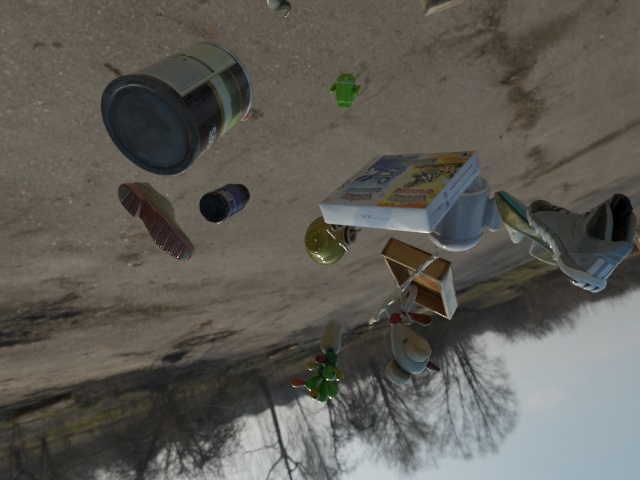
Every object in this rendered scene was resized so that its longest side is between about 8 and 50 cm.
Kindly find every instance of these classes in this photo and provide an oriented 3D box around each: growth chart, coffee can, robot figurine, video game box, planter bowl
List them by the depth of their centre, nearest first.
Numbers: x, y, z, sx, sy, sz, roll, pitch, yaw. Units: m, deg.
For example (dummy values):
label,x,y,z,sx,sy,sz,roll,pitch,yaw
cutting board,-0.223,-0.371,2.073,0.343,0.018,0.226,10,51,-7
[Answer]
label,x,y,z,sx,sy,sz,roll,pitch,yaw
video game box,0.130,-0.087,0.676,0.205,0.048,0.187,7,-139,42
coffee can,-0.293,-0.294,0.877,0.202,0.201,0.275,-33,-159,37
growth chart,0.205,0.123,1.024,0.237,0.021,0.172,-46,169,-4
robot figurine,0.085,-0.507,1.364,0.101,0.115,0.067,15,-153,23
robot figurine,0.489,-0.107,1.456,0.300,0.353,0.200,10,-145,23
planter bowl,0.000,0.000,1.729,0.217,0.217,0.090,-29,165,28

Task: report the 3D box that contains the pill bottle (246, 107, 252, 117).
label,x,y,z,sx,sy,sz,roll,pitch,yaw
pill bottle,-0.325,-0.532,1.608,0.086,0.086,0.152,-20,-175,1

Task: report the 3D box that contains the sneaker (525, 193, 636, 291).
label,x,y,z,sx,sy,sz,roll,pitch,yaw
sneaker,0.432,-0.033,0.658,0.086,0.228,0.132,17,125,-10

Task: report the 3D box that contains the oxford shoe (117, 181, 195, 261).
label,x,y,z,sx,sy,sz,roll,pitch,yaw
oxford shoe,-0.617,-0.090,1.608,0.140,0.397,0.146,-42,177,34

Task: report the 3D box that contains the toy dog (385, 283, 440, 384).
label,x,y,z,sx,sy,sz,roll,pitch,yaw
toy dog,0.318,0.332,1.385,0.161,0.333,0.220,21,143,-14

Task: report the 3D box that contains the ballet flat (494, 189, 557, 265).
label,x,y,z,sx,sy,sz,roll,pitch,yaw
ballet flat,0.658,-0.017,1.238,0.123,0.349,0.123,-56,177,-4

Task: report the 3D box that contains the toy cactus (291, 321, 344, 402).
label,x,y,z,sx,sy,sz,roll,pitch,yaw
toy cactus,0.006,0.283,0.952,0.112,0.180,0.219,10,157,8

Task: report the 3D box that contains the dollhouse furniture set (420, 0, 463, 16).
label,x,y,z,sx,sy,sz,roll,pitch,yaw
dollhouse furniture set,0.331,-0.697,0.903,0.303,0.173,0.355,-24,-177,-7

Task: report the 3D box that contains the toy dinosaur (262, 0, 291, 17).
label,x,y,z,sx,sy,sz,roll,pitch,yaw
toy dinosaur,-0.137,-0.738,1.138,0.121,0.160,0.313,19,165,-6

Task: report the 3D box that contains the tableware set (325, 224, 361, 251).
label,x,y,z,sx,sy,sz,roll,pitch,yaw
tableware set,0.098,-0.051,1.580,0.039,0.128,0.194,0,151,35

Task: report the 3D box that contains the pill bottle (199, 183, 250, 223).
label,x,y,z,sx,sy,sz,roll,pitch,yaw
pill bottle,-0.368,-0.155,1.593,0.123,0.122,0.219,-28,-170,26

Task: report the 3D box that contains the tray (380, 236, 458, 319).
label,x,y,z,sx,sy,sz,roll,pitch,yaw
tray,0.350,0.139,1.378,0.076,0.203,0.411,-58,149,-12
